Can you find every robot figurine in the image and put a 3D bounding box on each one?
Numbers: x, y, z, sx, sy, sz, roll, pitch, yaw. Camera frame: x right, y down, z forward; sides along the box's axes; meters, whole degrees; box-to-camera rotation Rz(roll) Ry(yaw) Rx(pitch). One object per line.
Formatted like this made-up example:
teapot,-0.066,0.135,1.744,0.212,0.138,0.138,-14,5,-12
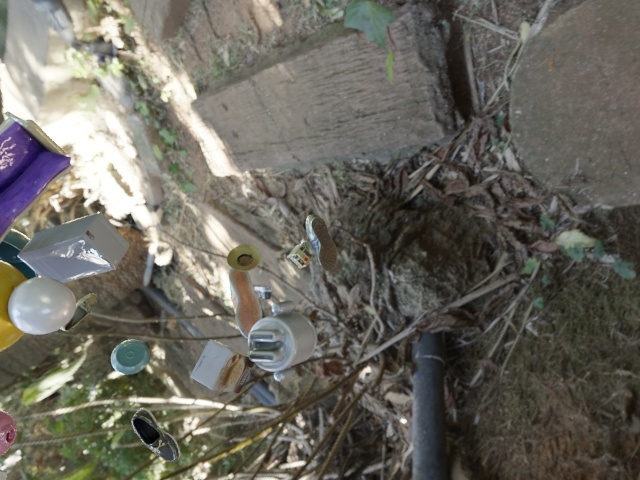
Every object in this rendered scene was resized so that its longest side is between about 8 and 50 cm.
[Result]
robot figurine,-0.137,0.380,1.870,0.200,0.353,0.299,1,88,23

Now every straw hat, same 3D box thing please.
straw hat,-0.296,0.087,1.950,0.144,0.144,0.061,36,150,31

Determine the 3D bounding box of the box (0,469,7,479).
box,-0.671,0.533,0.913,0.145,0.186,0.038,-19,143,22

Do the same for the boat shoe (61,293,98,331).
boat shoe,-0.820,0.246,1.682,0.048,0.153,0.056,5,135,48

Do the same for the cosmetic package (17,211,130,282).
cosmetic package,-0.630,0.025,1.266,0.238,0.107,0.127,-14,128,18

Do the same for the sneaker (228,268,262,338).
sneaker,-0.301,0.255,1.984,0.121,0.108,0.302,107,150,-65

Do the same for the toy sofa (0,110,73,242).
toy sofa,-0.871,-0.159,1.329,0.177,0.362,0.150,27,161,25

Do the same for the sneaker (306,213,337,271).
sneaker,0.000,0.000,1.583,0.086,0.064,0.192,-137,27,-62

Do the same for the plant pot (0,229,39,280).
plant pot,-1.153,0.067,1.783,0.195,0.290,0.290,-107,11,-59

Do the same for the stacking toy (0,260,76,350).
stacking toy,-0.740,0.148,1.042,0.480,0.350,0.350,1,121,10

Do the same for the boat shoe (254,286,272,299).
boat shoe,-0.191,0.174,1.641,0.142,0.049,0.040,163,110,-74

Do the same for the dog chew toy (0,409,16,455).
dog chew toy,-0.970,0.515,1.308,0.332,0.206,0.206,-1,120,9

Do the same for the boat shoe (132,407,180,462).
boat shoe,-0.588,0.704,1.749,0.227,0.081,0.068,51,-179,-2

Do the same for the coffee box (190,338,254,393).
coffee box,-0.336,0.448,1.736,0.098,0.141,0.246,23,167,19

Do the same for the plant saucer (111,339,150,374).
plant saucer,-0.614,0.372,1.594,0.119,0.119,0.021,48,146,18

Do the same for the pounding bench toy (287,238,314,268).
pounding bench toy,-0.053,0.042,1.608,0.065,0.083,0.052,44,150,-13
